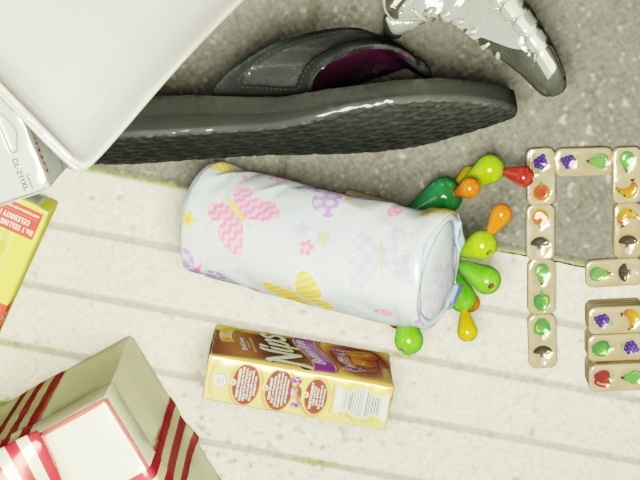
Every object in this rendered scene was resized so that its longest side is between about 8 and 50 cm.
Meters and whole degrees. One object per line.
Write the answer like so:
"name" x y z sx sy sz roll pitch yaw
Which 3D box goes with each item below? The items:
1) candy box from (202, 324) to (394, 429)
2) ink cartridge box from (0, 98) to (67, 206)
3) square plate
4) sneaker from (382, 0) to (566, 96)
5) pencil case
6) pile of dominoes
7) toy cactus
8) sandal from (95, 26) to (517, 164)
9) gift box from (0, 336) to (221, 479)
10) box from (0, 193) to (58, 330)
"candy box" -0.022 0.137 1.641 0.187 0.109 0.053 9 103 -3
"ink cartridge box" -0.300 -0.112 1.549 0.072 0.175 0.127 -19 102 4
"square plate" -0.247 -0.283 1.488 0.344 0.049 0.347 44 57 -9
"sneaker" 0.134 -0.214 1.581 0.132 0.086 0.228 -33 91 12
"pencil case" 0.000 0.000 1.562 0.273 0.113 0.124 11 67 21
"pile of dominoes" 0.309 0.028 1.651 0.196 0.040 0.251 -3 103 1
"toy cactus" 0.105 -0.002 1.627 0.180 0.112 0.219 27 105 13
"sandal" -0.032 -0.145 1.554 0.446 0.167 0.107 -3 81 -2
"gift box" -0.248 0.284 1.599 0.276 0.258 0.255 -34 100 6
"box" -0.352 0.050 1.646 0.087 0.058 0.232 26 101 -5
